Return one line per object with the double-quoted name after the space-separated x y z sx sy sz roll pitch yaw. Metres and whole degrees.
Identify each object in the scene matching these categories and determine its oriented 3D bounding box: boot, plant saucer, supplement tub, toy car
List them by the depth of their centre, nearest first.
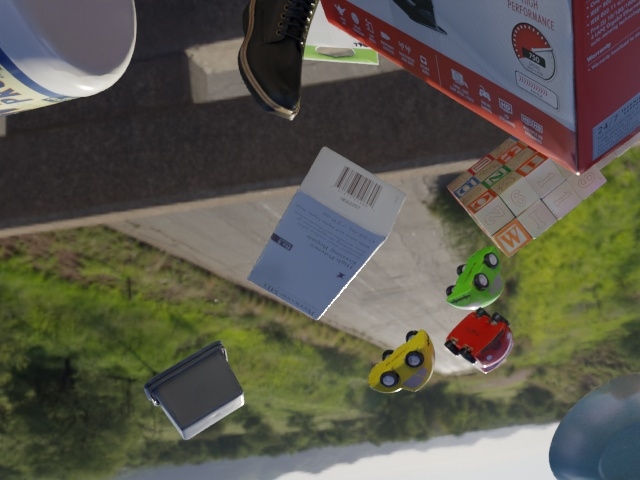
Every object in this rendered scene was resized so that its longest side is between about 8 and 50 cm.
-0.402 -0.251 0.753 0.325 0.235 0.235 -8 164 20 "supplement tub"
-0.031 -0.250 0.770 0.077 0.197 0.137 13 142 -37 "boot"
0.378 0.250 0.831 0.195 0.194 0.037 -4 -153 -12 "plant saucer"
0.181 0.096 0.844 0.053 0.225 0.239 45 143 -10 "toy car"

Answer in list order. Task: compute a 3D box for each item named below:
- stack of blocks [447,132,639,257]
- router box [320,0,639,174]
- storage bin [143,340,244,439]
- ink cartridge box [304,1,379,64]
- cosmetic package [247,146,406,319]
0.349 -0.123 1.007 0.297 0.087 0.171 -39 -164 9 "stack of blocks"
0.078 -0.246 0.469 0.082 0.335 0.301 -35 137 -9 "router box"
-0.184 0.235 1.030 0.135 0.091 0.098 -28 153 -21 "storage bin"
0.025 -0.467 1.333 0.189 0.097 0.255 6 159 10 "ink cartridge box"
0.000 0.000 0.843 0.117 0.085 0.231 30 143 -2 "cosmetic package"
